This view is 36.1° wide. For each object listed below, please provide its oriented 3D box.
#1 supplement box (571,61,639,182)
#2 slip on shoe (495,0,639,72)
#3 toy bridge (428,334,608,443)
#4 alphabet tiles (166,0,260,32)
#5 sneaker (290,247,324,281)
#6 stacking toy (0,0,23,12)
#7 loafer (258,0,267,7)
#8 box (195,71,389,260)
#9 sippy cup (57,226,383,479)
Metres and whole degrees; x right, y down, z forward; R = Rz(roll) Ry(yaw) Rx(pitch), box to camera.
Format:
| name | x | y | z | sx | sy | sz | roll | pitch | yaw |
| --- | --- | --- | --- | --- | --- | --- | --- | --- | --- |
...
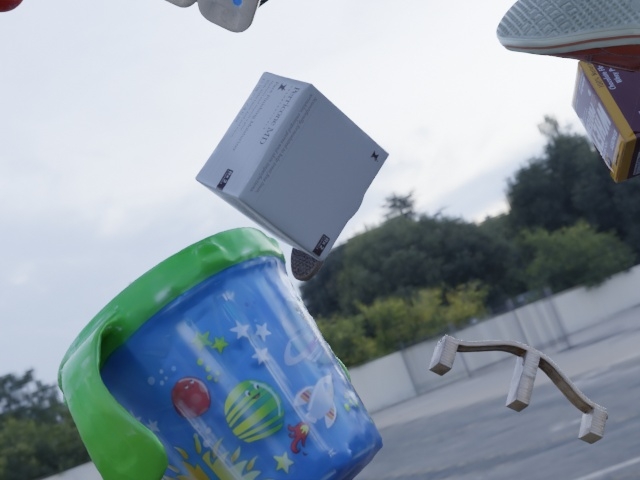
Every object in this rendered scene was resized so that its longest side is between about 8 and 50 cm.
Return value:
| name | x | y | z | sx | sy | sz | roll | pitch | yaw |
| --- | --- | --- | --- | --- | --- | --- | --- | --- | --- |
| supplement box | 0.576 | -0.238 | 1.730 | 0.194 | 0.191 | 0.129 | -19 | -30 | -2 |
| slip on shoe | 0.354 | -0.247 | 1.167 | 0.331 | 0.101 | 0.123 | 11 | 60 | 43 |
| toy bridge | 0.202 | 0.137 | 0.973 | 0.188 | 0.063 | 0.026 | 25 | -32 | -5 |
| alphabet tiles | -0.098 | -0.335 | 0.854 | 0.021 | 0.284 | 0.278 | -56 | -11 | -56 |
| sneaker | 0.000 | 0.000 | 1.755 | 0.066 | 0.188 | 0.071 | 0 | -32 | 26 |
| stacking toy | -0.606 | -0.418 | 1.489 | 0.330 | 0.141 | 0.141 | 5 | -23 | -37 |
| loafer | -0.057 | -0.462 | 1.604 | 0.319 | 0.111 | 0.112 | -40 | -23 | 29 |
| box | -0.036 | -0.100 | 1.326 | 0.182 | 0.181 | 0.119 | 38 | -9 | -39 |
| sippy cup | -0.074 | 0.146 | 0.867 | 0.305 | 0.224 | 0.240 | -29 | -20 | -32 |
